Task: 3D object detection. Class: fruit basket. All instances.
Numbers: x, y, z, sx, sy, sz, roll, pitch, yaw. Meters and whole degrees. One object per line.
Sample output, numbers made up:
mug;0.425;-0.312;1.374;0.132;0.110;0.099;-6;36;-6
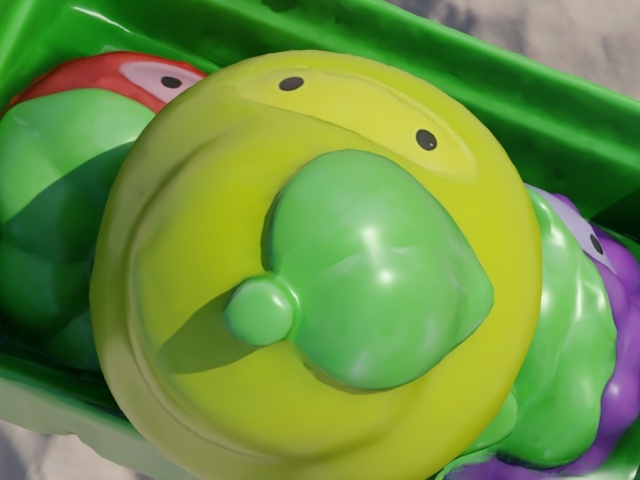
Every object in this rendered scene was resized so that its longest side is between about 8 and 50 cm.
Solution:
fruit basket;0.000;0.000;0.804;0.392;0.392;0.283;3;57;30
